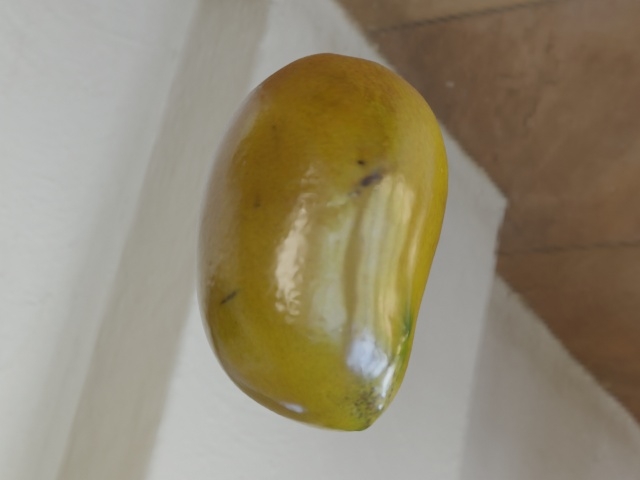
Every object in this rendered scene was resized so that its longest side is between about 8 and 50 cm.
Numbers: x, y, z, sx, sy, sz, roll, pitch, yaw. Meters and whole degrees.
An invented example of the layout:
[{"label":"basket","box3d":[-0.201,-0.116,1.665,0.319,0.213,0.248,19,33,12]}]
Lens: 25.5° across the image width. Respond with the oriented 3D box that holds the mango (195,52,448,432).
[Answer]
[{"label":"mango","box3d":[0.000,0.000,1.127,0.211,0.317,0.173,-11,150,29]}]
